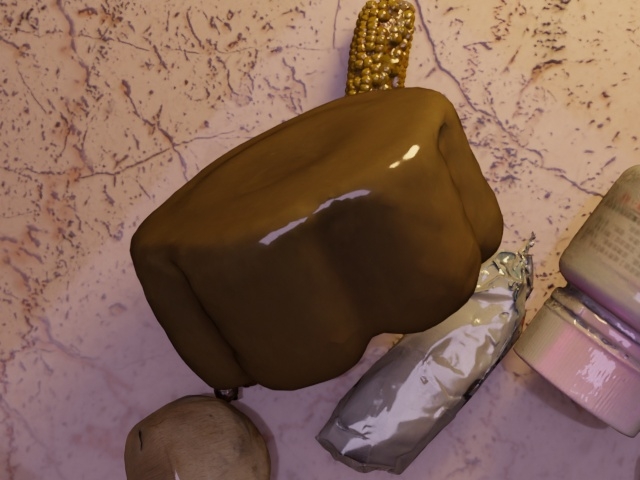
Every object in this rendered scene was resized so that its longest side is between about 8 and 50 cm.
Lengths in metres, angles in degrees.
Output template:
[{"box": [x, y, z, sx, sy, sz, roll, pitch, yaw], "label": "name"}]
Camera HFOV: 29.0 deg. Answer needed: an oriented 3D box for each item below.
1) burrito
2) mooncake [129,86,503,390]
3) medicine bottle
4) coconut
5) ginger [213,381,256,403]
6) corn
[{"box": [0.183, 0.168, 1.798, 0.139, 0.101, 0.445, 43, 87, 10], "label": "burrito"}, {"box": [0.000, 0.000, 1.600, 0.467, 0.467, 0.262, -26, 106, -1], "label": "mooncake"}, {"box": [0.445, 0.085, 1.720, 0.256, 0.256, 0.325, 37, 94, 5], "label": "medicine bottle"}, {"box": [-0.184, 0.331, 1.750, 0.224, 0.224, 0.224, 0, 84, 2], "label": "coconut"}, {"box": [-0.130, 0.154, 1.828, 0.103, 0.073, 0.162, -21, 89, 13], "label": "ginger"}, {"box": [0.079, -0.217, 1.847, 0.097, 0.097, 0.320, 9, 86, 3], "label": "corn"}]
